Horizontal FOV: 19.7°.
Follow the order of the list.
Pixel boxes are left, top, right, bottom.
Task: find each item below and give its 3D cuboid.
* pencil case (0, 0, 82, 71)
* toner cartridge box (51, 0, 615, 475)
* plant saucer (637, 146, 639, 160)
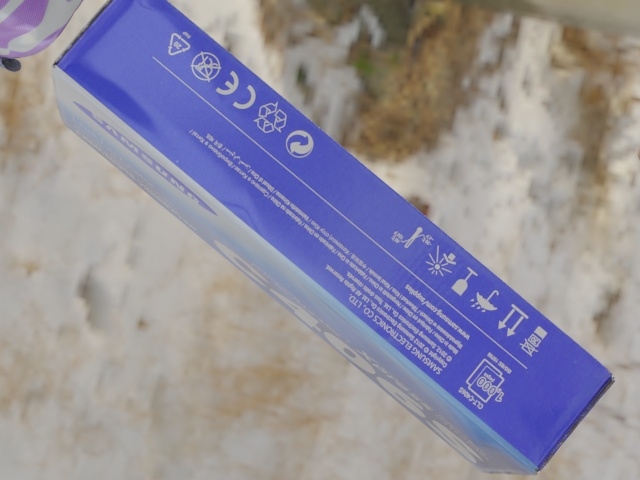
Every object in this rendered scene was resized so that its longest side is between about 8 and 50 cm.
[{"bbox_3d":[-0.173,-0.142,0.699,0.206,0.088,0.086,28,98,-49],"label":"pencil case"},{"bbox_3d":[0.000,0.000,1.079,0.075,0.348,0.165,-50,179,-10],"label":"toner cartridge box"},{"bbox_3d":[0.247,-0.043,1.207,0.013,0.083,0.083,-63,164,22],"label":"plant saucer"}]
